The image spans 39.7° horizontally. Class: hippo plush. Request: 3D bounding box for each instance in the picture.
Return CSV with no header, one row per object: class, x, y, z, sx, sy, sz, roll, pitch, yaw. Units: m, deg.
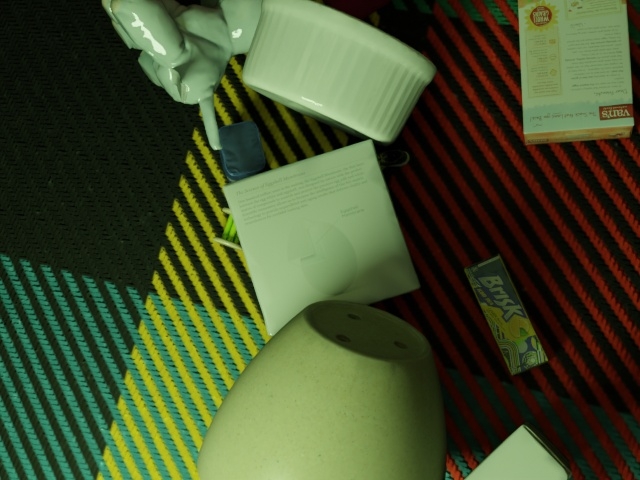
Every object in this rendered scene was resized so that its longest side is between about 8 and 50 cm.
hippo plush,-0.179,-0.349,1.384,0.236,0.234,0.294,-37,46,-7

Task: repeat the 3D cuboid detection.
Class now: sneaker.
sneaker,0.096,-0.127,1.382,0.083,0.035,0.031,-16,76,11

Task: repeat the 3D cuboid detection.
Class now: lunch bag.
lunch bag,-0.128,-0.143,1.425,0.067,0.065,0.098,-11,79,-9

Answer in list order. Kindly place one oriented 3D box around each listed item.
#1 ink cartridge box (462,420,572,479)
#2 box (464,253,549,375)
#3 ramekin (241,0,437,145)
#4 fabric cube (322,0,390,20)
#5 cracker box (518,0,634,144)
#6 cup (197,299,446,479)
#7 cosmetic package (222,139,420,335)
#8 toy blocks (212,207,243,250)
ink cartridge box,0.249,0.320,1.171,0.153,0.208,0.087,-44,73,3
box,0.269,0.108,1.287,0.059,0.054,0.169,-25,74,8
ramekin,0.019,-0.245,1.306,0.277,0.277,0.135,25,95,17
fabric cube,0.051,-0.526,1.352,0.259,0.258,0.254,-33,75,6
cracker box,0.377,-0.265,1.321,0.156,0.067,0.232,-2,78,14
cup,0.029,0.218,1.150,0.331,0.331,0.237,22,107,17
cosmetic package,0.000,0.000,1.296,0.224,0.138,0.224,-17,85,-3
toy blocks,-0.092,-0.050,1.405,0.123,0.054,0.148,18,85,16
